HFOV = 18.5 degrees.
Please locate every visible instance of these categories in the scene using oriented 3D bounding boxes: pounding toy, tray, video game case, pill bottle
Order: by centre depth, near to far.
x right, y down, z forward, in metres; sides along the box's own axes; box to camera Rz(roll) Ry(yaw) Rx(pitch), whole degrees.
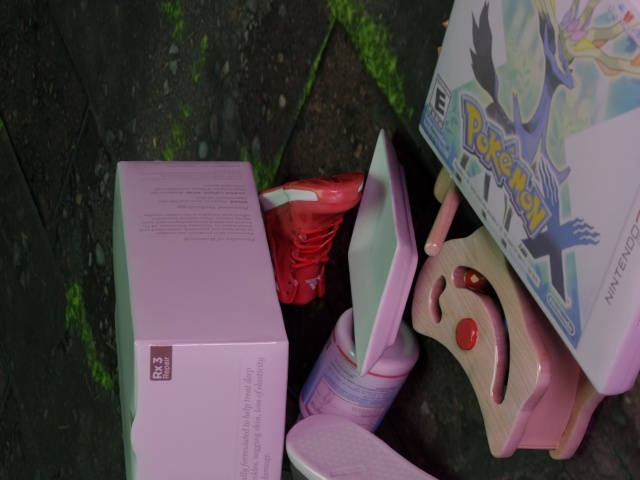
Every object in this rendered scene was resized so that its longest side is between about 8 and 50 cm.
[{"bbox_3d":[0.189,-0.097,1.520,0.329,0.036,0.300,59,148,38],"label":"video game case"},{"bbox_3d":[0.127,0.063,1.702,0.154,0.154,0.269,-52,44,44],"label":"pounding toy"},{"bbox_3d":[0.060,0.009,1.871,0.270,0.030,0.145,-93,17,-64],"label":"tray"},{"bbox_3d":[0.031,0.146,1.949,0.160,0.087,0.087,-63,38,40],"label":"pill bottle"}]

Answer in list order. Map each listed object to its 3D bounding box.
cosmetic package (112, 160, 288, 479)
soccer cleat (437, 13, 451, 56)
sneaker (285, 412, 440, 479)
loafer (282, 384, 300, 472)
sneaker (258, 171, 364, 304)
[{"bbox_3d":[-0.131,0.093,2.024,0.385,0.156,0.217,-106,18,-58],"label":"cosmetic package"},{"bbox_3d":[0.151,-0.244,1.771,0.076,0.068,0.196,8,98,47],"label":"soccer cleat"},{"bbox_3d":[0.078,0.297,1.864,0.295,0.104,0.147,38,147,39],"label":"sneaker"},{"bbox_3d":[-0.079,0.183,2.154,0.267,0.084,0.096,31,116,58],"label":"loafer"},{"bbox_3d":[0.000,0.000,2.033,0.221,0.087,0.128,173,88,-76],"label":"sneaker"}]
